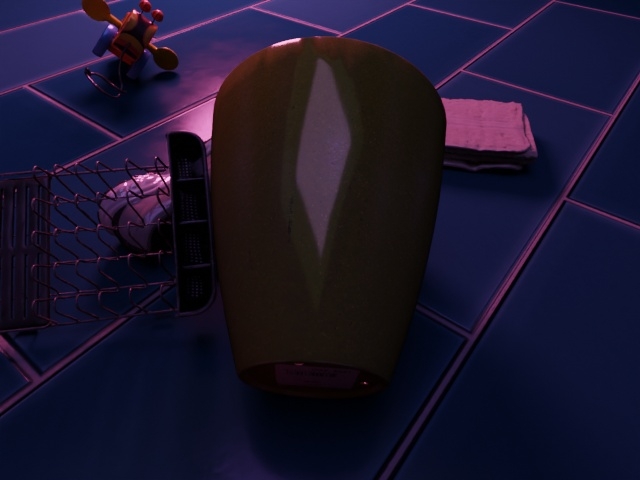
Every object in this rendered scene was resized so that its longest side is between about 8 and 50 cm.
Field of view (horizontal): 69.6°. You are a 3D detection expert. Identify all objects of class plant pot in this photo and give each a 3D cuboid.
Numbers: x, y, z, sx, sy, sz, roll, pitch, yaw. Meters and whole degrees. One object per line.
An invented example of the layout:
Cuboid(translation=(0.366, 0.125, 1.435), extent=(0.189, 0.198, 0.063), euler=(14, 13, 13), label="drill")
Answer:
Cuboid(translation=(0.000, 0.000, 0.480), extent=(0.275, 0.274, 0.293), euler=(3, 59, 2), label="plant pot")

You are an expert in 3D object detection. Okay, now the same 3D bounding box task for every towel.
Cuboid(translation=(0.228, -0.197, 0.820), extent=(0.282, 0.049, 0.187), euler=(8, 43, 8), label="towel")

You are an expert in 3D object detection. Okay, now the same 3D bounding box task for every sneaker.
Cuboid(translation=(-0.159, -0.065, 0.646), extent=(0.271, 0.100, 0.108), euler=(-36, 64, -25), label="sneaker")

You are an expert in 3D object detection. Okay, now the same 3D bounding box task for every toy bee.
Cuboid(translation=(-0.372, -0.409, 0.941), extent=(0.195, 0.162, 0.298), euler=(20, 30, -53), label="toy bee")

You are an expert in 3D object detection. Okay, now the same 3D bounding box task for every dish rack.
Cuboid(translation=(-0.254, -0.003, 0.518), extent=(0.272, 0.074, 0.208), euler=(-6, 76, -5), label="dish rack")
